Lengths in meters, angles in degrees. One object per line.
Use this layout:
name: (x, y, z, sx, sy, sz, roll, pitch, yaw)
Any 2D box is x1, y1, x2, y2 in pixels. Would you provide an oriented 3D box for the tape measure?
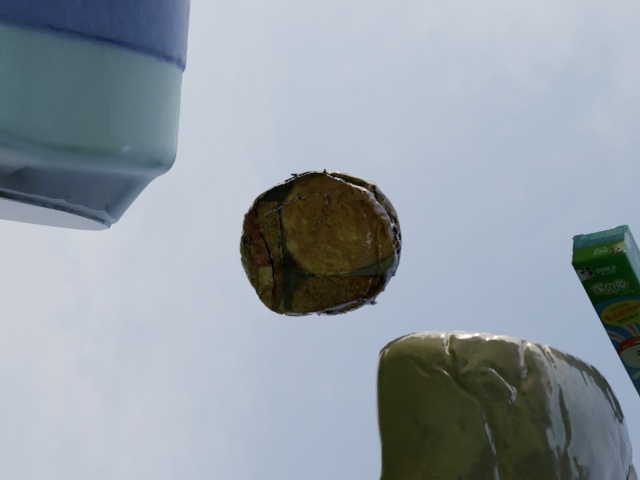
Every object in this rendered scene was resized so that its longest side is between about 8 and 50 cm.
tape measure: (-0.195, -0.091, 0.526, 0.259, 0.262, 0.138, 7, -95, 35)

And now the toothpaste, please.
toothpaste: (0.365, 0.096, 1.315, 0.065, 0.267, 0.050, -12, -142, 30)

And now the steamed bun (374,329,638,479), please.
steamed bun: (0.225, 0.232, 1.260, 0.236, 0.383, 0.247, -7, -116, 26)

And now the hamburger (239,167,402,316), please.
hamburger: (0.000, 0.000, 1.554, 0.107, 0.231, 0.231, -85, -164, -70)
